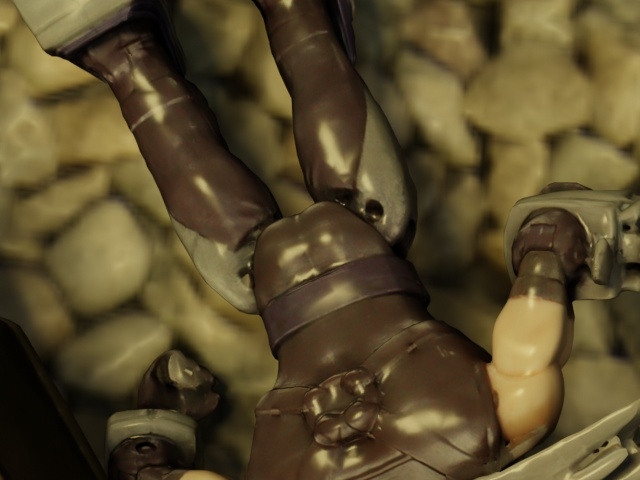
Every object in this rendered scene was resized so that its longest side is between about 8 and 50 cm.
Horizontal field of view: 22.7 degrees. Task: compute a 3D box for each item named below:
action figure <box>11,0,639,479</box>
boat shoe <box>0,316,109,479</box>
[{"bbox_3d":[0.000,0.000,0.469,0.185,0.099,0.285,-24,75,6],"label":"action figure"},{"bbox_3d":[-0.165,0.001,0.439,0.104,0.111,0.307,-35,64,5],"label":"boat shoe"}]
